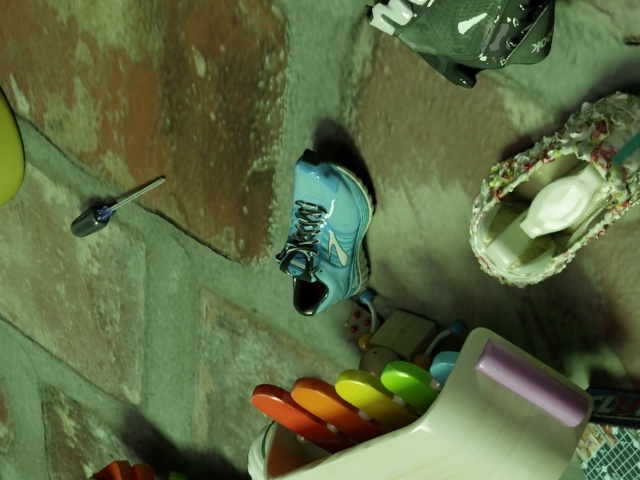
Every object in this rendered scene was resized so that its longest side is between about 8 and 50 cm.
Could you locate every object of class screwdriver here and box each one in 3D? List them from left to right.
[{"bbox_3d":[-0.187,-0.035,1.536,0.170,0.025,0.024,-26,103,46],"label":"screwdriver"}]

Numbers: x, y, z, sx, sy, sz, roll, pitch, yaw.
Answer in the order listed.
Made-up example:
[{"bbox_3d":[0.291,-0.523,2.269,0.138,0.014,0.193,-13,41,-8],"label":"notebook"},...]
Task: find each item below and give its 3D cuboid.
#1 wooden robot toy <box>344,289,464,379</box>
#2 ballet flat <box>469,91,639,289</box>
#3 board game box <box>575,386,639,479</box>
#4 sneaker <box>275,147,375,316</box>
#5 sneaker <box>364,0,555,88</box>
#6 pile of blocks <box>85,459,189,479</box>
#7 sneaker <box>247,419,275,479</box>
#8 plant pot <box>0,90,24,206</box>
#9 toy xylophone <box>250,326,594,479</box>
[{"bbox_3d":[0.068,0.105,1.335,0.173,0.079,0.076,18,137,37],"label":"wooden robot toy"},{"bbox_3d":[0.152,-0.022,1.116,0.091,0.077,0.241,43,147,5],"label":"ballet flat"},{"bbox_3d":[0.295,0.225,1.239,0.165,0.042,0.243,3,127,46],"label":"board game box"},{"bbox_3d":[0.000,0.000,1.307,0.063,0.073,0.162,24,140,31],"label":"sneaker"},{"bbox_3d":[0.118,-0.165,1.013,0.106,0.078,0.234,46,150,-3],"label":"sneaker"},{"bbox_3d":[-0.098,0.303,1.722,0.362,0.149,0.113,18,94,24],"label":"pile of blocks"},{"bbox_3d":[0.048,0.258,1.499,0.271,0.100,0.108,42,141,8],"label":"sneaker"},{"bbox_3d":[-0.460,-0.080,1.588,0.254,0.239,0.254,28,141,26],"label":"plant pot"},{"bbox_3d":[0.091,0.180,1.291,0.236,0.081,0.322,38,147,-25],"label":"toy xylophone"}]
